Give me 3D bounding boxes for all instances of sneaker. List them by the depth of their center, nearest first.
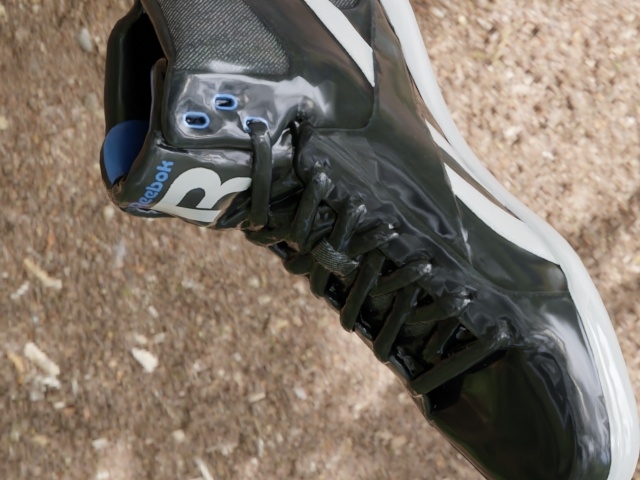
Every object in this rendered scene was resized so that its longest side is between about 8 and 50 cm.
[{"bbox_3d":[0.000,0.000,0.359,0.121,0.217,0.079,-11,155,-41],"label":"sneaker"}]
